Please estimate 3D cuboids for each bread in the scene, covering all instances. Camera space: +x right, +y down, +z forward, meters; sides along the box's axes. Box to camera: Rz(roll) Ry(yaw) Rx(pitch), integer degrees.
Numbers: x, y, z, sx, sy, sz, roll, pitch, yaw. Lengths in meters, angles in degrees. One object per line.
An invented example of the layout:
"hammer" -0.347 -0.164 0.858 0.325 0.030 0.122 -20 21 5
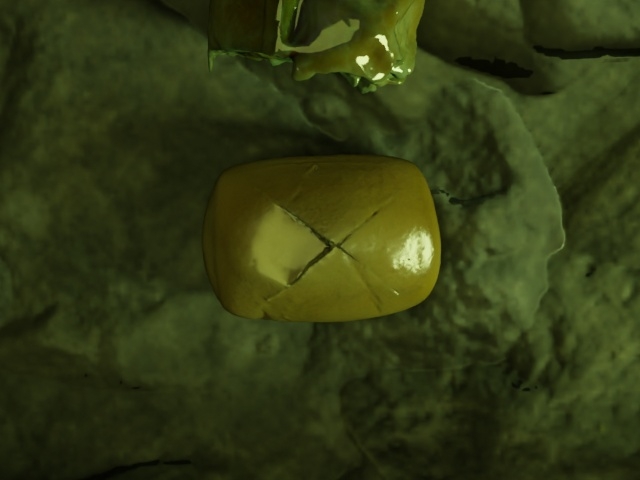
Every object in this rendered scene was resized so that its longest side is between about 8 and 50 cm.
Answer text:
"bread" 0.008 -0.202 0.537 0.087 0.098 0.269 0 100 -41
"bread" 0.000 0.000 0.576 0.115 0.056 0.082 2 97 1
